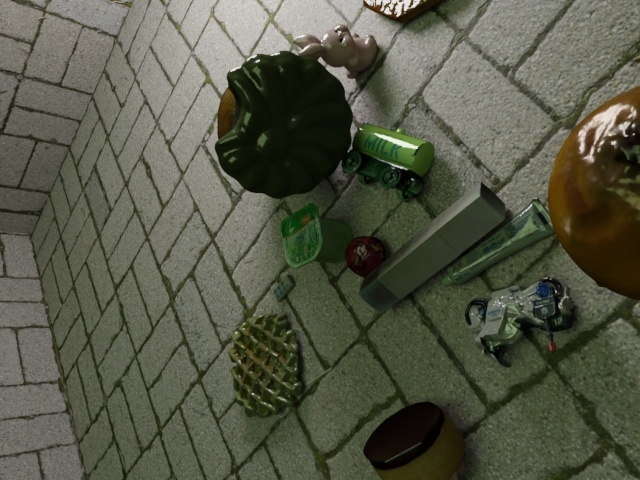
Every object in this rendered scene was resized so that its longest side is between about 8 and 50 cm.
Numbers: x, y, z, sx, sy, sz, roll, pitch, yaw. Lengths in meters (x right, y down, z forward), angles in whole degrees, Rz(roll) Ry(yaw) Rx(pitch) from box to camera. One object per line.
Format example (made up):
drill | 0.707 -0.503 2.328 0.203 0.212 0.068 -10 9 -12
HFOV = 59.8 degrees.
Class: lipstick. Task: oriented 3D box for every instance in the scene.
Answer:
lipstick | 0.235 0.025 1.219 0.079 0.076 0.371 41 123 -8

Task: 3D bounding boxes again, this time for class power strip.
power strip | -0.106 0.138 1.612 0.090 0.016 0.040 -50 52 29

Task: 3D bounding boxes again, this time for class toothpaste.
toothpaste | 0.353 0.020 1.142 0.268 0.047 0.069 -41 39 31

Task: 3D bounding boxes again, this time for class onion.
onion | 0.108 0.040 1.355 0.107 0.097 0.107 12 111 34

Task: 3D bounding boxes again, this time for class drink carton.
drink carton | 0.000 0.000 1.434 0.146 0.142 0.144 -26 65 40

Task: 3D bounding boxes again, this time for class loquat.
loquat | 0.502 -0.069 0.819 0.328 0.328 0.329 -7 79 45

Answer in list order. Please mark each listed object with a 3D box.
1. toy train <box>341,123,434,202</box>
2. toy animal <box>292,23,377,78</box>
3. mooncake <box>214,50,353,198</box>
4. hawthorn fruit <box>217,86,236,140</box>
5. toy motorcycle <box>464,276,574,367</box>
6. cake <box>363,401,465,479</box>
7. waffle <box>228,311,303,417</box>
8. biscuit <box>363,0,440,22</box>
toy train | 0.162 -0.199 1.336 0.253 0.105 0.158 30 94 45
toy animal | 0.042 -0.490 1.411 0.124 0.212 0.125 2 93 49
mooncake | -0.088 -0.274 1.353 0.187 0.350 0.352 -130 55 -74
hawthorn fruit | -0.163 -0.300 1.566 0.267 0.267 0.301 23 105 44
toy motorcycle | 0.377 0.160 1.065 0.221 0.102 0.150 -27 54 40
cake | 0.208 0.455 1.140 0.185 0.207 0.178 -28 93 38
waffle | -0.167 0.360 1.618 0.309 0.056 0.292 -27 66 39
biscuit | 0.233 -0.711 1.360 0.359 0.046 0.360 -7 81 45
